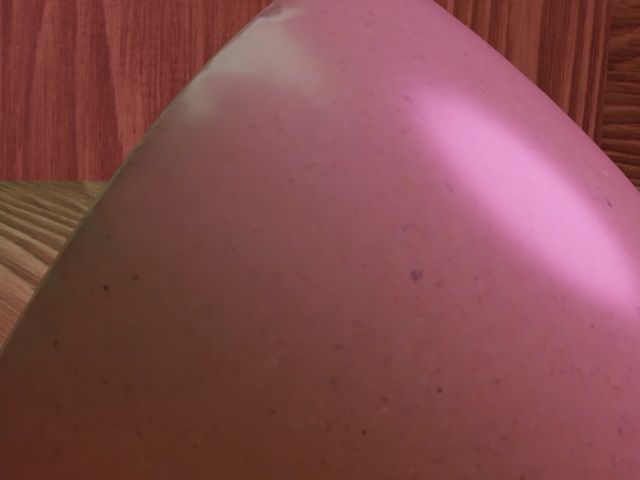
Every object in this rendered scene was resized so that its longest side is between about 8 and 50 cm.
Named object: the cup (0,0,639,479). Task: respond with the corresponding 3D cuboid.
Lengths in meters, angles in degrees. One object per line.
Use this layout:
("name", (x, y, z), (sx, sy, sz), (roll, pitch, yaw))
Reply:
("cup", (0.043, 0.096, 0.464), (0.237, 0.331, 0.331), (31, 15, 12))
